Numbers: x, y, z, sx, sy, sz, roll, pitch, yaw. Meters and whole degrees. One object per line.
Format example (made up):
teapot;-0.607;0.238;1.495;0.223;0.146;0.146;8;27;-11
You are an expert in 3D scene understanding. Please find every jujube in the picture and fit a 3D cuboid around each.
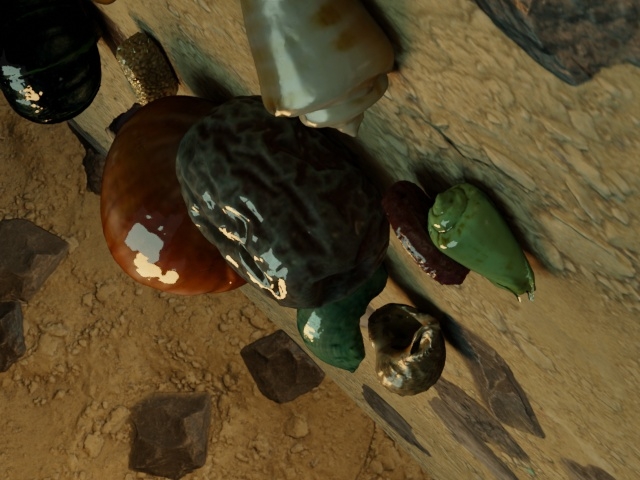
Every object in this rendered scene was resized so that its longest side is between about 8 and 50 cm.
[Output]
jujube;-0.055;-0.058;1.492;0.317;0.226;0.226;49;170;15

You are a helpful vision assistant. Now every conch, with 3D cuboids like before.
conch;0.179;0.002;1.235;0.170;0.079;0.106;48;-177;-24
conch;-0.026;-0.201;1.104;0.255;0.127;0.158;48;168;-26
conch;0.031;0.096;1.807;0.134;0.202;0.196;19;151;-7
conch;0.142;0.174;1.816;0.155;0.130;0.207;32;152;9

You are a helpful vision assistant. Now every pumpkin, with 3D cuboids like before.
pumpkin;-0.549;-0.387;2.145;0.315;0.238;0.315;56;162;29

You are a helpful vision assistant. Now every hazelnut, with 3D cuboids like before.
hazelnut;-0.209;-0.072;1.859;0.372;0.315;0.372;15;142;12

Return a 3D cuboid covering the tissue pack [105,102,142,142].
tissue pack;-0.312;-0.158;2.320;0.242;0.125;0.343;53;167;-29

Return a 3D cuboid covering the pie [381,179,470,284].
pie;0.128;-0.011;1.304;0.154;0.036;0.154;42;-158;-22

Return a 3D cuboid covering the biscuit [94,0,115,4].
biscuit;-0.395;-0.487;1.652;0.237;0.062;0.290;48;167;-2

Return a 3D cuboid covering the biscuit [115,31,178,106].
biscuit;-0.310;-0.296;1.945;0.070;0.082;0.168;43;169;26
